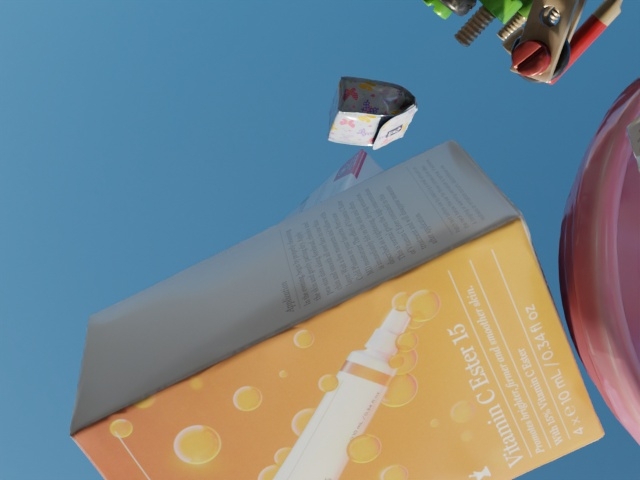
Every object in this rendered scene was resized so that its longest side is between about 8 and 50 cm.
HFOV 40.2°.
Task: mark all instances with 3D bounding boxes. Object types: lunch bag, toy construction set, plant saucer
[{"bbox_3d":[0.054,-0.130,0.909,0.071,0.083,0.053,117,-23,-68],"label":"lunch bag"},{"bbox_3d":[0.237,-0.308,0.894,0.237,0.308,0.257,-47,-127,22],"label":"toy construction set"},{"bbox_3d":[0.304,0.024,0.682,0.084,0.332,0.332,-10,-109,59],"label":"plant saucer"}]

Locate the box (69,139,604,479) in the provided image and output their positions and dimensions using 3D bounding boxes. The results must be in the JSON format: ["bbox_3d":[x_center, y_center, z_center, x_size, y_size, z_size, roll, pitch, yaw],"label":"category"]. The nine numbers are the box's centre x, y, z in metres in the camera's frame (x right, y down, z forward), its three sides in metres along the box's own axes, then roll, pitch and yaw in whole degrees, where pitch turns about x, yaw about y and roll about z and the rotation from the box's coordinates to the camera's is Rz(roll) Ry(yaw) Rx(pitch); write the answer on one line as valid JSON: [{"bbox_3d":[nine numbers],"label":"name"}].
[{"bbox_3d":[0.011,0.106,0.704,0.345,0.215,0.168,-26,-154,4],"label":"box"}]

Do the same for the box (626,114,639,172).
[{"bbox_3d":[0.329,-0.020,0.514,0.067,0.323,0.063,-49,-146,47],"label":"box"}]

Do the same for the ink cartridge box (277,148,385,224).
[{"bbox_3d":[0.000,0.000,1.196,0.218,0.092,0.159,-38,-165,31],"label":"ink cartridge box"}]
